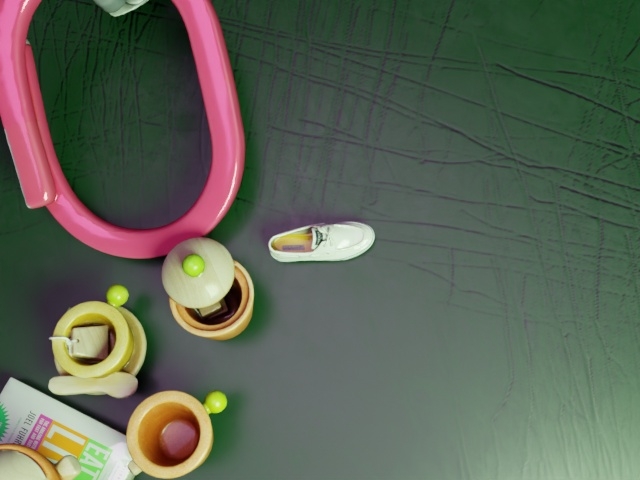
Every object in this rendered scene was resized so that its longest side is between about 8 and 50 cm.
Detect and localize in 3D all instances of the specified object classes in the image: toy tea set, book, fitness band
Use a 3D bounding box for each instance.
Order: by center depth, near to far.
[{"bbox_3d":[-0.175,0.144,0.702,0.200,0.124,0.336,15,73,8],"label":"toy tea set"},{"bbox_3d":[-0.181,-0.125,0.770,0.209,0.054,0.290,-12,98,1],"label":"fitness band"},{"bbox_3d":[-0.243,0.199,0.771,0.144,0.035,0.096,23,78,10],"label":"book"}]

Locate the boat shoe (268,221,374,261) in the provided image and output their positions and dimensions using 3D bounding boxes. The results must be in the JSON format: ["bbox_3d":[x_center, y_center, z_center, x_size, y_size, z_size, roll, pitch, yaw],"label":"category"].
[{"bbox_3d":[0.000,0.000,0.778,0.100,0.035,0.035,-5,79,5],"label":"boat shoe"}]

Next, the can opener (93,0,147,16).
[{"bbox_3d":[-0.260,-0.339,0.841,0.074,0.093,0.280,-41,76,4],"label":"can opener"}]
